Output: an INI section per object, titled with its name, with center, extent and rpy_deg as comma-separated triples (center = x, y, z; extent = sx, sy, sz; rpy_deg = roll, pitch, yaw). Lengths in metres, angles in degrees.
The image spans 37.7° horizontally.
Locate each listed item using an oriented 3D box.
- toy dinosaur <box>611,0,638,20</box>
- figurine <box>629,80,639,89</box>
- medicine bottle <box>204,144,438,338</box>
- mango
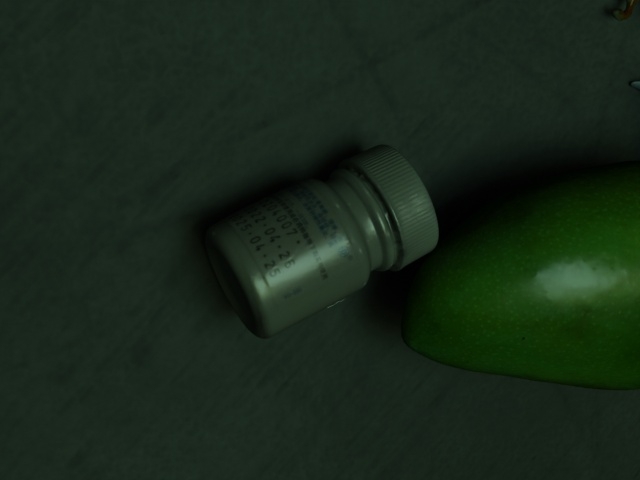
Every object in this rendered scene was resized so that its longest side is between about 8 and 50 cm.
[toy dinosaur]
center = 0.306, -0.282, 0.848
extent = 0.142, 0.057, 0.212
rpy_deg = -17, 116, -34
[figurine]
center = 0.414, -0.126, 0.918
extent = 0.209, 0.128, 0.183
rpy_deg = 16, 97, -26
[medicine bottle]
center = 0.000, 0.000, 0.761
extent = 0.168, 0.105, 0.105
rpy_deg = -27, 117, -16
[mango]
center = 0.248, 0.038, 0.842
extent = 0.382, 0.225, 0.201
rpy_deg = -9, 71, -18
